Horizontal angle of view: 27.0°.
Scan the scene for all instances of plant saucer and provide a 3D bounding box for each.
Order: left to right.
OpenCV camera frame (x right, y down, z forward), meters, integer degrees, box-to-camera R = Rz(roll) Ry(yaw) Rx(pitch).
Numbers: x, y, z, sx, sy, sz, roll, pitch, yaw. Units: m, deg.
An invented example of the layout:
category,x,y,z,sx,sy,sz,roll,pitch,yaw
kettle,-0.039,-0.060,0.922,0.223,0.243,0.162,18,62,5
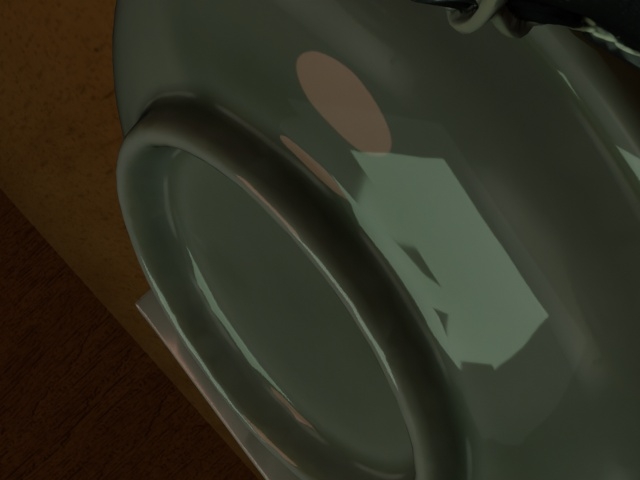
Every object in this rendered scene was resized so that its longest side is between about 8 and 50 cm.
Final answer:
category,x,y,z,sx,sy,sz,roll,pitch,yaw
plant saucer,0.010,0.017,0.600,0.400,0.100,0.400,41,153,26

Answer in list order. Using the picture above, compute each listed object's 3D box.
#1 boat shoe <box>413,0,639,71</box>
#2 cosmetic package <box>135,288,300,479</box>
category,x,y,z,sx,sy,sz,roll,pitch,yaw
boat shoe,0.037,-0.105,0.349,0.302,0.091,0.114,43,166,17
cosmetic package,-0.012,0.118,0.829,0.239,0.060,0.099,51,-178,19
